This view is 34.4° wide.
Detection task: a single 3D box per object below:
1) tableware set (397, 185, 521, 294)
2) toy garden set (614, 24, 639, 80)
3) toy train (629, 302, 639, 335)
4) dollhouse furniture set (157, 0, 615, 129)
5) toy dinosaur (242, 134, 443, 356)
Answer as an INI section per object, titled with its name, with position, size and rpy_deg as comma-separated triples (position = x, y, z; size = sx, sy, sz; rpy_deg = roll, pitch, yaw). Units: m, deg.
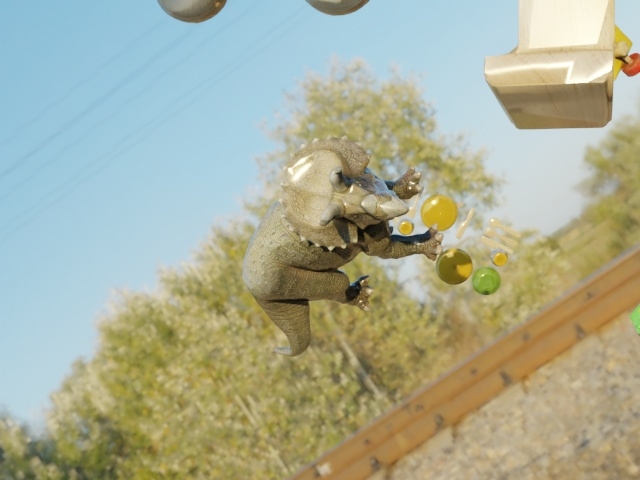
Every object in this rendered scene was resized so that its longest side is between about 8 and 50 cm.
[tableware set]
position = 0.174, 0.003, 1.337
size = 0.024, 0.154, 0.104
rpy_deg = -53, -13, -83
[toy garden set]
position = 0.273, -0.296, 1.193
size = 0.049, 0.204, 0.244
rpy_deg = -40, 28, 26
[toy train]
position = 0.232, 0.031, 0.676
size = 0.017, 0.024, 0.083
rpy_deg = 13, -52, -22
[dollhouse furniture set]
position = -0.013, -0.207, 0.669
size = 0.394, 0.257, 0.362
rpy_deg = 0, -2, 15
[toy dinosaur]
position = 0.000, 0.000, 0.903
size = 0.160, 0.121, 0.313
rpy_deg = 7, -29, -28
